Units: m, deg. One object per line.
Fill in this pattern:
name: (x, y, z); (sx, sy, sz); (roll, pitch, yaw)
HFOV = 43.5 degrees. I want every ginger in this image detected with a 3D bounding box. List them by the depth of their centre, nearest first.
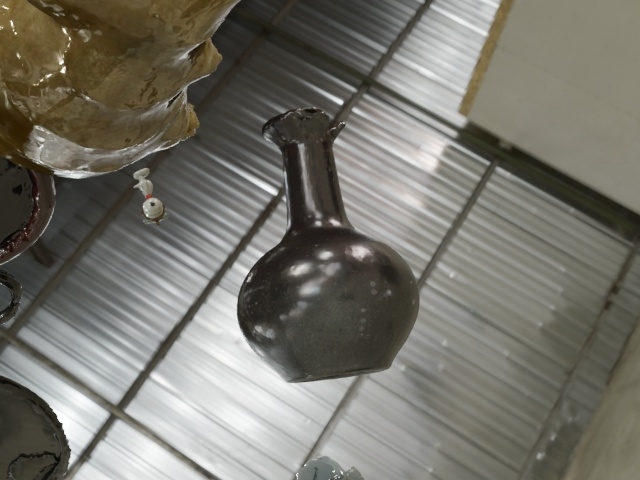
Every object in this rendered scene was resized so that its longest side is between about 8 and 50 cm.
ginger: (-0.180, -0.158, 0.570); (0.375, 0.236, 0.166); (130, 158, -51)

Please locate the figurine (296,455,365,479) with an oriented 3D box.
figurine: (0.020, 0.338, 1.064); (0.086, 0.082, 0.094); (58, -150, -32)

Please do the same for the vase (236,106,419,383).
vase: (0.000, 0.000, 0.535); (0.120, 0.120, 0.182); (69, -167, -78)

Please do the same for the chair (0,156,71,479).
chair: (-0.338, 0.031, 0.690); (0.401, 0.227, 0.226); (-112, 37, -46)

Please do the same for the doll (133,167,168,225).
doll: (-0.269, -0.067, 1.254); (0.040, 0.085, 0.058); (-21, -26, -15)
